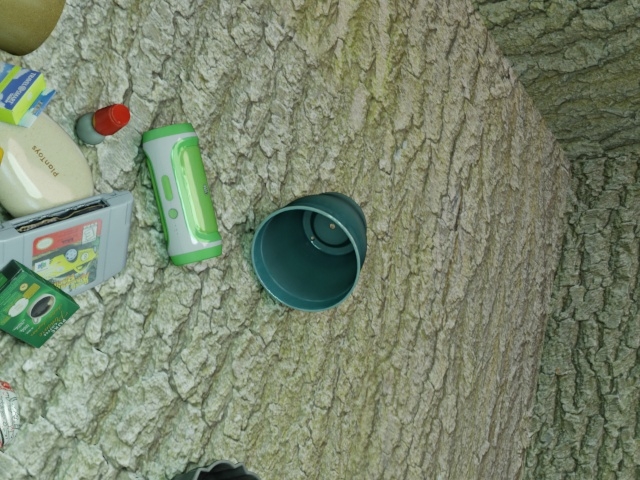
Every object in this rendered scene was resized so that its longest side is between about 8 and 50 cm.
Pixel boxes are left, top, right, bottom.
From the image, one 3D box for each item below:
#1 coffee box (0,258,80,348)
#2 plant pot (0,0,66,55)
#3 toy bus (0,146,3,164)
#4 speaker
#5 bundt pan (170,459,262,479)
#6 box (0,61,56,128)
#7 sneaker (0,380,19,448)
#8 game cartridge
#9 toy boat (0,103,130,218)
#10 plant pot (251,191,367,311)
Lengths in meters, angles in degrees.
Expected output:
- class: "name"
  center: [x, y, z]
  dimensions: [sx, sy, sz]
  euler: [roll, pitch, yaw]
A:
- class: "coffee box"
  center: [-0.523, 0.116, 1.597]
  dimensions: [0.113, 0.040, 0.184]
  euler: [-47, 150, -4]
- class: "plant pot"
  center: [-0.609, -0.469, 1.554]
  dimensions: [0.254, 0.237, 0.237]
  euler: [10, 73, -51]
- class: "toy bus"
  center: [-0.619, -0.083, 1.474]
  dimensions: [0.130, 0.108, 0.333]
  euler: [34, 53, -45]
- class: "speaker"
  center: [-0.301, -0.100, 1.958]
  dimensions: [0.131, 0.131, 0.297]
  euler: [-17, 95, -53]
- class: "bundt pan"
  center: [-0.242, 0.622, 1.860]
  dimensions: [0.331, 0.124, 0.331]
  euler: [15, 71, -50]
- class: "box"
  center: [-0.580, -0.269, 1.605]
  dimensions: [0.042, 0.178, 0.109]
  euler: [93, 16, -53]
- class: "sneaker"
  center: [-0.609, 0.241, 1.518]
  dimensions: [0.270, 0.090, 0.145]
  euler: [64, 18, 2]
- class: "game cartridge"
  center: [-0.480, 0.026, 1.648]
  dimensions: [0.294, 0.060, 0.196]
  euler: [-22, 144, -39]
- class: "toy boat"
  center: [-0.503, -0.162, 1.718]
  dimensions: [0.318, 0.148, 0.267]
  euler: [-46, 112, -39]
- class: "plant pot"
  center: [0.000, 0.000, 2.228]
  dimensions: [0.272, 0.271, 0.255]
  euler: [68, 25, -15]
